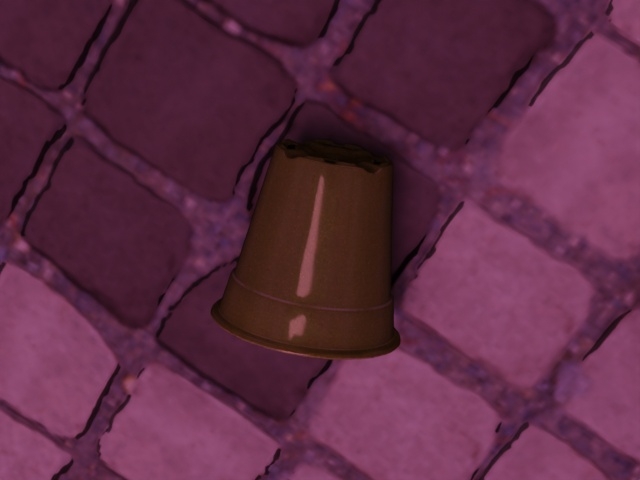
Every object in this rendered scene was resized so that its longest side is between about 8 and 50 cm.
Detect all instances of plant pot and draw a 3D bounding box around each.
[{"bbox_3d":[0.000,0.000,0.616,0.083,0.083,0.079,13,105,11],"label":"plant pot"}]
